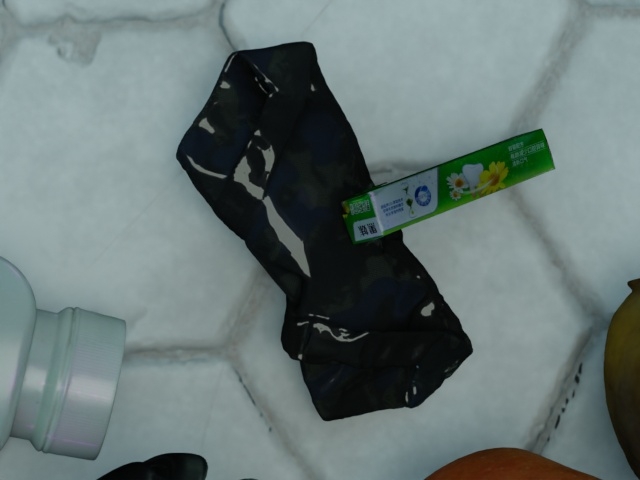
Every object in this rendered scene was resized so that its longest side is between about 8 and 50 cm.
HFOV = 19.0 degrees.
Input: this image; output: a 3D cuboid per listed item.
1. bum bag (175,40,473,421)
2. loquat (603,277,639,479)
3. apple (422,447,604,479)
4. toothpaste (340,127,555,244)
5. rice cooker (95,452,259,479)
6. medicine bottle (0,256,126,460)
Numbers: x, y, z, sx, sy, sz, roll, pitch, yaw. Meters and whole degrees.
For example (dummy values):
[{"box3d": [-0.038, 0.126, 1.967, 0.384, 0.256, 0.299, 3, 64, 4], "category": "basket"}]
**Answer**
[{"box3d": [0.000, 0.000, 1.426, 0.137, 0.074, 0.310, -34, 103, -21], "category": "bum bag"}, {"box3d": [0.325, 0.114, 1.435, 0.238, 0.193, 0.238, -3, 97, -23], "category": "loquat"}, {"box3d": [0.169, 0.267, 1.381, 0.272, 0.251, 0.206, 22, 69, 15], "category": "apple"}, {"box3d": [0.097, -0.042, 1.428, 0.178, 0.043, 0.037, -21, 96, -34], "category": "toothpaste"}, {"box3d": [-0.125, 0.296, 1.314, 0.316, 0.264, 0.317, 1, 86, -19], "category": "rice cooker"}, {"box3d": [-0.293, 0.077, 1.354, 0.296, 0.111, 0.161, 14, 88, -12], "category": "medicine bottle"}]
